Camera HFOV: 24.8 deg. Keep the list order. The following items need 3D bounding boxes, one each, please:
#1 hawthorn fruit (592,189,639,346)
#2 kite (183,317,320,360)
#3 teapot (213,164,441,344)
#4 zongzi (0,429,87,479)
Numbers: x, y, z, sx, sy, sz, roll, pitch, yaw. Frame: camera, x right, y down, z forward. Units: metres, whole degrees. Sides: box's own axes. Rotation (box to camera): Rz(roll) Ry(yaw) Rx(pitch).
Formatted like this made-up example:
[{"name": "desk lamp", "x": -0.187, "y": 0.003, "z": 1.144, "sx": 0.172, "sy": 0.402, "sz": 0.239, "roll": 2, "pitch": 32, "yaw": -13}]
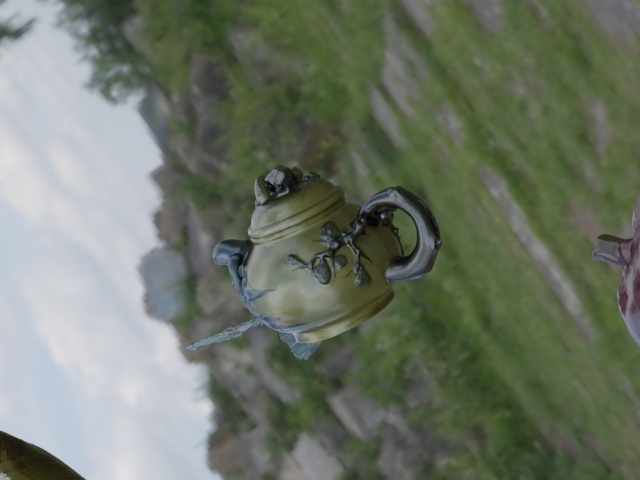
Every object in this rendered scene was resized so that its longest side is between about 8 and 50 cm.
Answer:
[{"name": "hawthorn fruit", "x": 0.366, "y": 0.020, "z": 1.169, "sx": 0.307, "sy": 0.265, "sz": 0.265, "roll": 14, "pitch": 156, "yaw": 30}, {"name": "kite", "x": -0.069, "y": 0.099, "z": 1.877, "sx": 0.229, "sy": 0.250, "sz": 0.012, "roll": 52, "pitch": -155, "yaw": -45}, {"name": "teapot", "x": 0.000, "y": 0.000, "z": 1.545, "sx": 0.173, "sy": 0.269, "sz": 0.182, "roll": -40, "pitch": -73, "yaw": -54}, {"name": "zongzi", "x": -0.362, "y": 0.374, "z": 2.032, "sx": 0.286, "sy": 0.134, "sz": 0.288, "roll": 24, "pitch": 150, "yaw": 28}]
